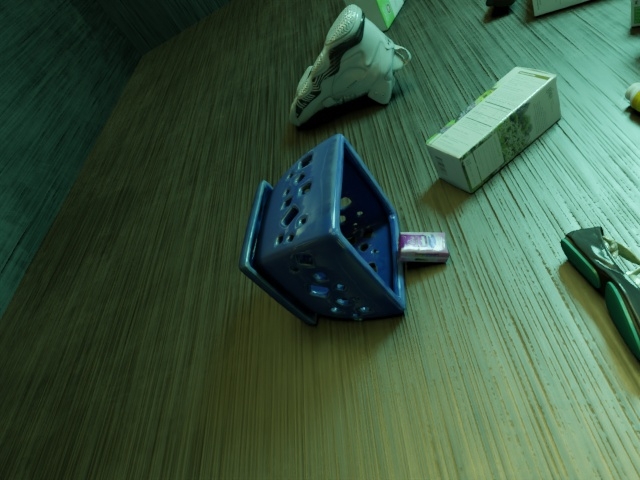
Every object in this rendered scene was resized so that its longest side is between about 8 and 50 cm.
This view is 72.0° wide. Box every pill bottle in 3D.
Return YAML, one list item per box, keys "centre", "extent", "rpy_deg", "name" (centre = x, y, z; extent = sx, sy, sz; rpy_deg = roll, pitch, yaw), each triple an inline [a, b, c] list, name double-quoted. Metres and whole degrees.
- centre: [0.547, -0.231, 0.729]
  extent: [0.043, 0.043, 0.083]
  rpy_deg: [-28, 42, 10]
  name: "pill bottle"

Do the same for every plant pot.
- centre: [0.000, 0.000, 0.761]
  extent: [0.212, 0.236, 0.236]
  rpy_deg: [-20, 44, 27]
  name: "plant pot"

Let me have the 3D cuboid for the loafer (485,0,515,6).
- centre: [0.502, -0.676, 1.162]
  extent: [0.078, 0.080, 0.220]
  rpy_deg: [25, 64, 10]
  name: "loafer"

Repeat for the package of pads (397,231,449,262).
- centre: [0.175, 0.011, 0.755]
  extent: [0.083, 0.032, 0.050]
  rpy_deg: [1, 46, 4]
  name: "package of pads"

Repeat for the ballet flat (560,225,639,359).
- centre: [0.386, 0.054, 0.562]
  extent: [0.074, 0.074, 0.203]
  rpy_deg: [-23, 40, 15]
  name: "ballet flat"

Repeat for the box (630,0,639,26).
- centre: [0.668, -0.481, 0.843]
  extent: [0.101, 0.087, 0.102]
  rpy_deg: [19, 65, 44]
  name: "box"

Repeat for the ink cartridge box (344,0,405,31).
- centre: [0.184, -0.834, 1.421]
  extent: [0.114, 0.198, 0.273]
  rpy_deg: [4, 55, 39]
  name: "ink cartridge box"

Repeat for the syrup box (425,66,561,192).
- centre: [0.326, -0.209, 0.825]
  extent: [0.237, 0.093, 0.096]
  rpy_deg: [-41, 41, -4]
  name: "syrup box"

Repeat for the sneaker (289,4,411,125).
- centre: [0.067, -0.407, 1.165]
  extent: [0.366, 0.210, 0.137]
  rpy_deg: [-47, 25, 47]
  name: "sneaker"

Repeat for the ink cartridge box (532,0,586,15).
- centre: [0.611, -0.632, 1.018]
  extent: [0.219, 0.093, 0.160]
  rpy_deg: [-5, 51, 32]
  name: "ink cartridge box"
